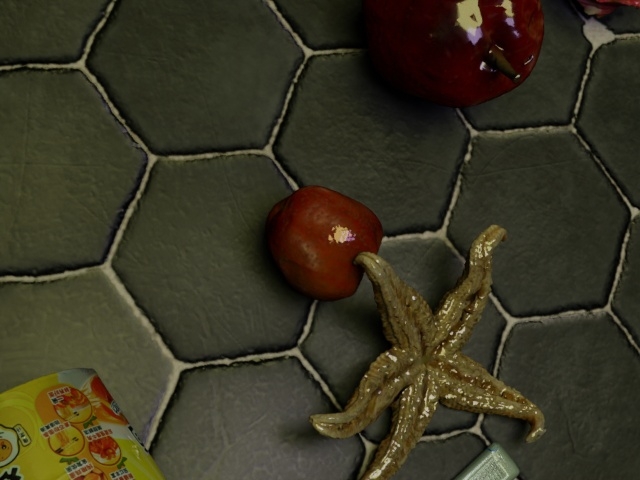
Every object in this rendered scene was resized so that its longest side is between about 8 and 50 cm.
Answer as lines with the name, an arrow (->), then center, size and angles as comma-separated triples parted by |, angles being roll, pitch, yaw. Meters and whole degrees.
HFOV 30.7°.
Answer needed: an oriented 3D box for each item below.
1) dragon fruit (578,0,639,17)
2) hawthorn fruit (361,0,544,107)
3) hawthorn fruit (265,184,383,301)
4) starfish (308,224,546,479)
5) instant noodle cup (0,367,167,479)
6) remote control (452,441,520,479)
dragon fruit -> 0.425, -0.416, 1.563 | 0.210, 0.268, 0.205 | 35, 62, -39
hawthorn fruit -> 0.182, -0.256, 1.454 | 0.230, 0.210, 0.266 | 1, 39, -31
hawthorn fruit -> 0.000, 0.000, 1.384 | 0.138, 0.133, 0.133 | 33, 69, -4
starfish -> 0.138, 0.149, 1.404 | 0.327, 0.094, 0.375 | 24, 83, -25
instant noodle cup -> -0.273, 0.261, 1.175 | 0.264, 0.264, 0.200 | -23, 76, -21
remote control -> 0.189, 0.302, 1.426 | 0.124, 0.018, 0.053 | -39, 91, -22
